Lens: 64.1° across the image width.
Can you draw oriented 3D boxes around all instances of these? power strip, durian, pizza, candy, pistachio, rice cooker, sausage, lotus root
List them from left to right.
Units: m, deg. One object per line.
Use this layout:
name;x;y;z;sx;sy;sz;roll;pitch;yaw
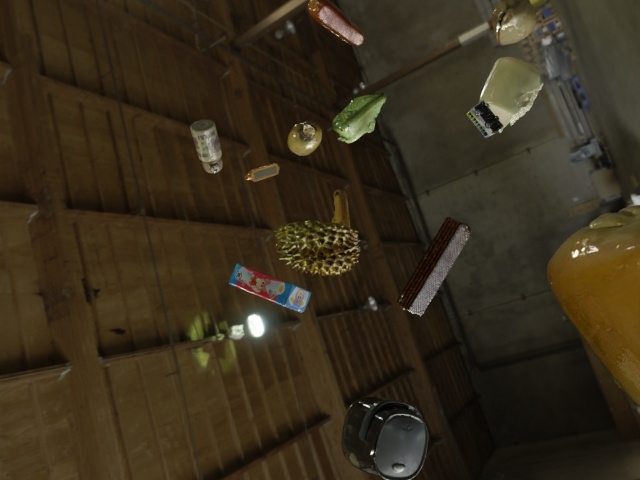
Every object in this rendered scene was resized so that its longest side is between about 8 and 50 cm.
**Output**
power strip;-0.250;-0.286;2.164;0.178;0.028;0.049;-24;-61;-36
candy;-0.208;0.195;2.098;0.157;0.306;0.100;34;-104;-55
lotus root;-0.059;-0.400;1.979;0.125;0.221;0.118;-42;-87;-20
durian;0.003;0.007;1.462;0.186;0.260;0.154;95;164;-52
sausage;0.059;-0.799;1.875;0.300;0.083;0.089;15;-156;-51
pizza;0.065;-0.076;1.733;0.161;0.062;0.182;89;176;-74
rice cooker;0.204;0.640;1.675;0.267;0.224;0.267;2;-94;-27
pistachio;0.504;-0.582;1.348;0.108;0.126;0.185;41;-156;21

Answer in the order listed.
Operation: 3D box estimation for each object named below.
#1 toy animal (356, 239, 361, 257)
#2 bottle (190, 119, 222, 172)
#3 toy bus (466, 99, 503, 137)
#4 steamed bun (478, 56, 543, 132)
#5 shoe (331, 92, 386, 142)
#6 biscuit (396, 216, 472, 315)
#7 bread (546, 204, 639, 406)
toy animal;0.155;0.032;2.171;0.050;0.028;0.084;58;-140;-66
bottle;-0.442;-0.363;2.027;0.110;0.097;0.209;-117;14;-48
toy bus;0.492;-0.361;1.532;0.102;0.052;0.058;52;162;2
steamed bun;0.656;-0.492;1.738;0.200;0.170;0.225;26;-92;-36
shoe;0.146;-0.480;1.981;0.262;0.140;0.128;-42;-42;-27
biscuit;0.423;0.095;1.896;0.107;0.388;0.073;24;-171;-47
bread;0.566;0.123;0.843;0.376;0.253;0.348;55;-167;1
